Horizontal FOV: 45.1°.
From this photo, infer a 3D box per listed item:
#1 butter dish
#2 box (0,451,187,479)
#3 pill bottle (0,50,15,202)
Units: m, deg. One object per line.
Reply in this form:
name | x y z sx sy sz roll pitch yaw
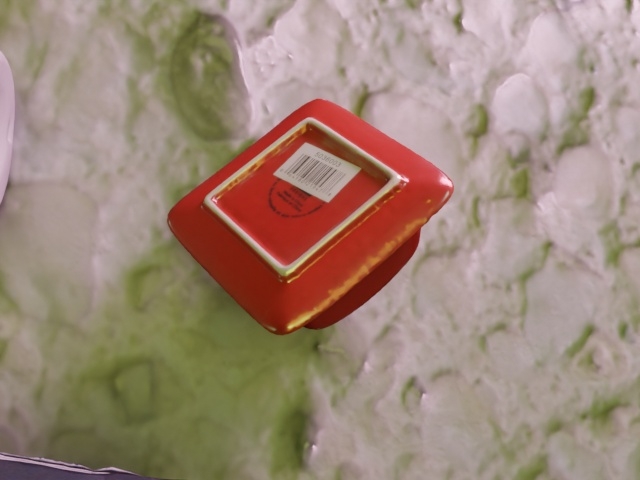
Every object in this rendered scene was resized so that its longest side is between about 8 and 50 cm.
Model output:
butter dish | 0.000 0.000 0.558 0.160 0.118 0.160 -40 50 -13
box | -0.323 0.321 0.259 0.471 0.297 0.480 12 104 -8
pill bottle | -0.316 -0.079 0.493 0.208 0.119 0.119 5 80 -11
